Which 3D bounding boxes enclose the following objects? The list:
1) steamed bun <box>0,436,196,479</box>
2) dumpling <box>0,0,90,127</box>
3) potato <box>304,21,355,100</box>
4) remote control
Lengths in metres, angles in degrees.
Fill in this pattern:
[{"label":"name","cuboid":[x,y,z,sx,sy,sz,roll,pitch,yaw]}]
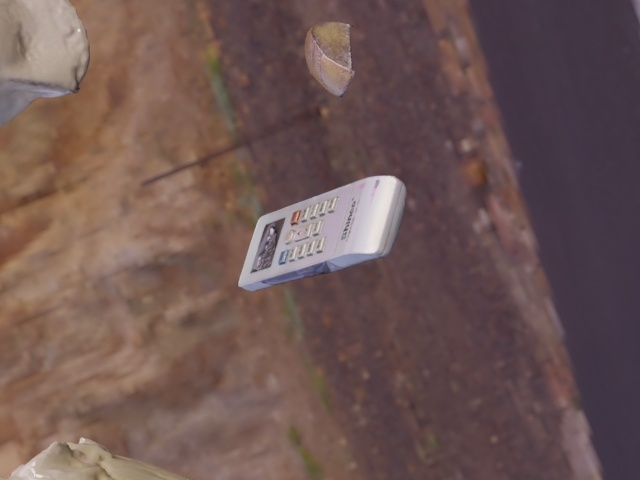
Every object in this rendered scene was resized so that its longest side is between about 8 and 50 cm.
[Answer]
[{"label":"steamed bun","cuboid":[-0.126,0.291,0.858,0.312,0.333,0.233,24,-178,17]},{"label":"dumpling","cuboid":[-0.289,-0.133,1.171,0.126,0.216,0.166,32,-145,-59]},{"label":"potato","cuboid":[0.003,-0.135,1.254,0.093,0.036,0.037,-92,24,-61]},{"label":"remote control","cuboid":[0.000,0.000,1.191,0.166,0.029,0.065,-18,51,54]}]
